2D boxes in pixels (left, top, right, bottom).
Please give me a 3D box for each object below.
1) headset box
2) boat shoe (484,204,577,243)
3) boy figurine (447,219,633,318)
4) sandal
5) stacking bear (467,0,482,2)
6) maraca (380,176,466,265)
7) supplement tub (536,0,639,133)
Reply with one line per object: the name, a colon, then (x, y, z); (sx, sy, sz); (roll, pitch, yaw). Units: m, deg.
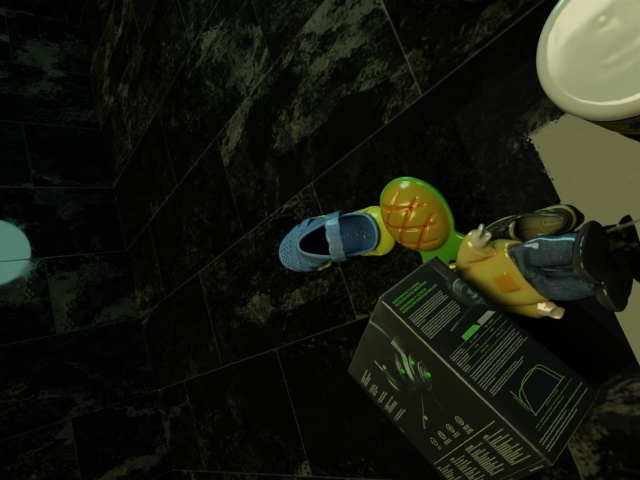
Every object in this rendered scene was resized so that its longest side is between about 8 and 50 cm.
headset box: (0.185, 0.200, 0.614); (0.283, 0.131, 0.247); (43, 146, 26)
boat shoe: (0.293, -0.015, 0.614); (0.152, 0.049, 0.056); (-30, 73, 45)
boy figurine: (0.261, 0.049, 0.593); (0.177, 0.092, 0.285); (47, 149, -14)
sandal: (0.000, 0.000, 0.872); (0.317, 0.138, 0.126); (-21, 81, 48)
stacking bear: (0.279, -0.406, 0.514); (0.164, 0.175, 0.288); (48, 158, -24)
maraca: (0.177, -0.027, 0.709); (0.186, 0.099, 0.127); (50, 143, 0)
supplement tub: (0.336, -0.191, 0.437); (0.144, 0.199, 0.145); (7, 100, 47)
